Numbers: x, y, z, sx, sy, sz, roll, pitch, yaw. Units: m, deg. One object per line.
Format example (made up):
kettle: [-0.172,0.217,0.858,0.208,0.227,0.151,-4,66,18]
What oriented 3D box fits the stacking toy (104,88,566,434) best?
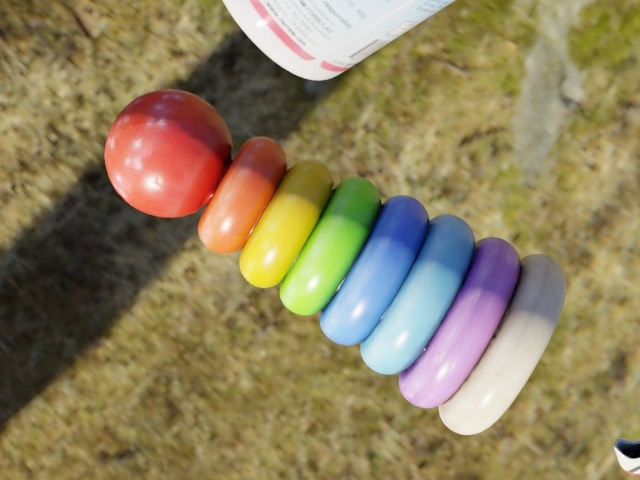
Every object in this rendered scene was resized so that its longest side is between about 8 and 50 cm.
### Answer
stacking toy: [0.000,0.000,1.208,0.330,0.141,0.141,30,97,-4]

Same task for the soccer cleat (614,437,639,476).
soccer cleat: [0.253,0.157,1.259,0.035,0.083,0.029,52,50,-38]

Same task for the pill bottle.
pill bottle: [0.039,-0.132,0.629,0.160,0.087,0.087,-30,139,25]
